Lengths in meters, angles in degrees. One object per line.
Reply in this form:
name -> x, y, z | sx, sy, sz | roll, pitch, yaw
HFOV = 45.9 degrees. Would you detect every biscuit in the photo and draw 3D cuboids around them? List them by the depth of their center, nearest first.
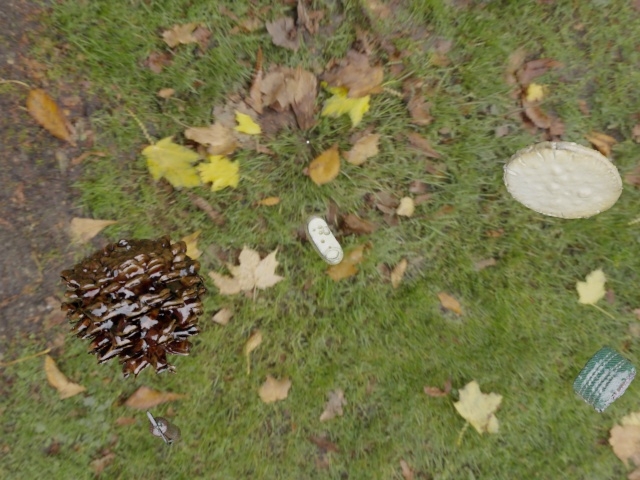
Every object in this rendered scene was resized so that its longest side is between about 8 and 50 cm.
biscuit -> 0.308, -0.075, 0.966 | 0.152, 0.152, 0.020 | 22, 61, -4

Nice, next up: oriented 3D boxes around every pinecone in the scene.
pinecone -> -0.269, 0.098, 1.109 | 0.221, 0.221, 0.222 | 0, 97, -1

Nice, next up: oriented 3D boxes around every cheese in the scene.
cheese -> 0.000, 0.000, 1.369 | 0.037, 0.192, 0.097 | -31, 91, -5

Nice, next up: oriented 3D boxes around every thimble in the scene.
thimble -> 0.658, 0.319, 1.752 | 0.135, 0.118, 0.090 | -43, 56, -9

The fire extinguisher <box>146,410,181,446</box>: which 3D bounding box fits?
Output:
fire extinguisher -> -0.350, 0.432, 1.702 | 0.045, 0.157, 0.078 | -32, 69, -10
